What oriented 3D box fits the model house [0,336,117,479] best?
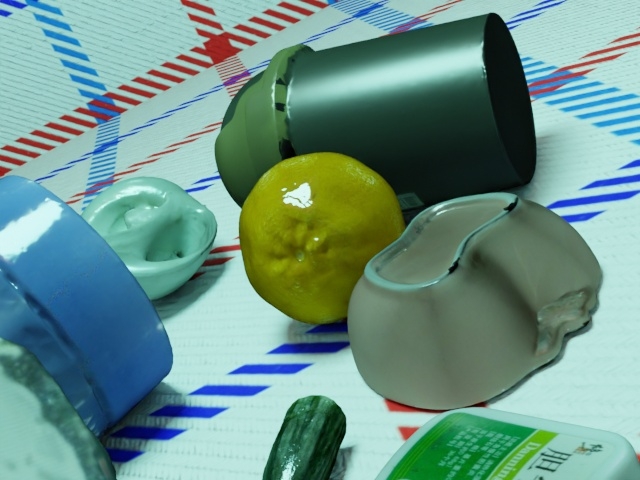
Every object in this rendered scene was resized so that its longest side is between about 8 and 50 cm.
[{"bbox_3d":[-0.285,0.245,0.593,0.301,0.271,0.190,-46,-21,23],"label":"model house"}]

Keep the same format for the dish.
[{"bbox_3d":[0.110,0.030,0.724,0.213,0.090,0.213,-23,21,10],"label":"dish"}]

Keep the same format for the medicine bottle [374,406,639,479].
[{"bbox_3d":[0.115,0.151,0.481,0.119,0.069,0.183,-39,26,-33],"label":"medicine bottle"}]

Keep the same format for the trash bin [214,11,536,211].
[{"bbox_3d":[0.042,-0.117,0.972,0.334,0.214,0.214,-12,26,27],"label":"trash bin"}]

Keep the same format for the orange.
[{"bbox_3d":[0.000,0.000,0.827,0.159,0.159,0.136,-21,6,15],"label":"orange"}]

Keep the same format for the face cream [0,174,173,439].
[{"bbox_3d":[-0.296,0.101,0.826,0.225,0.249,0.249,-42,26,-27],"label":"face cream"}]

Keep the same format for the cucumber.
[{"bbox_3d":[-0.016,0.158,0.639,0.048,0.048,0.105,-16,24,26],"label":"cucumber"}]

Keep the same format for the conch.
[{"bbox_3d":[-0.209,0.005,1.106,0.185,0.121,0.221,-19,30,11],"label":"conch"}]
